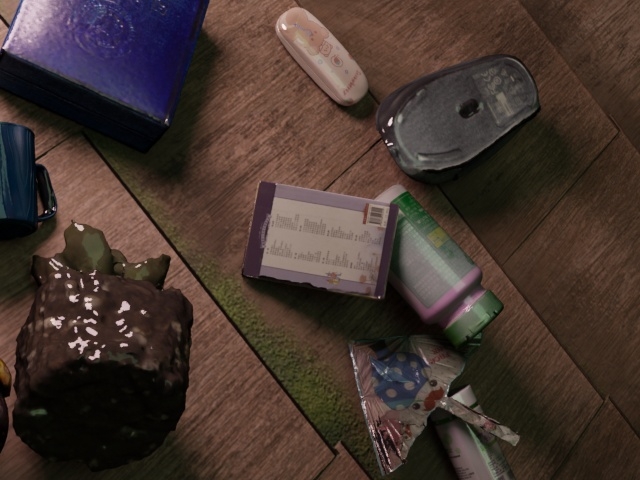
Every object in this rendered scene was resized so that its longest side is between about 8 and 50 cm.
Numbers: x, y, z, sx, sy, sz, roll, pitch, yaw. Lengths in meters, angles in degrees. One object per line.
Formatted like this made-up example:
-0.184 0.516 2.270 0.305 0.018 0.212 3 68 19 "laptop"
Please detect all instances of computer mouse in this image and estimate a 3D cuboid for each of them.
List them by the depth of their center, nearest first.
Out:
0.249 -0.224 1.736 0.373 0.114 0.203 -27 90 -27 "computer mouse"

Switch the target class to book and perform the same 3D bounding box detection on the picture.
0.000 0.000 1.485 0.231 0.026 0.158 10 78 3 "book"

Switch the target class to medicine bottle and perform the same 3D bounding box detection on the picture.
0.250 0.339 1.547 0.086 0.086 0.183 -22 84 -34 "medicine bottle"
0.175 0.046 1.549 0.133 0.133 0.274 -35 79 -35 "medicine bottle"

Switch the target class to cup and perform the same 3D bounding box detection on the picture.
-0.429 -0.077 1.281 0.150 0.113 0.138 -1 75 -29 "cup"

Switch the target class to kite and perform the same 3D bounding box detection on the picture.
0.173 0.248 1.500 0.314 0.011 0.335 30 53 14 "kite"

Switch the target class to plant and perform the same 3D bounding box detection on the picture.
-0.290 0.127 1.242 0.215 0.213 0.312 16 29 -26 "plant"

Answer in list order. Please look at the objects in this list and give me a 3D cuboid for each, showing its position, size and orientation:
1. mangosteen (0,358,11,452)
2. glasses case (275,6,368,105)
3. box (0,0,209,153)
-0.468 0.192 1.123 0.192 0.192 0.217 19 50 -24 "mangosteen"
0.004 -0.327 1.663 0.204 0.051 0.081 46 55 -9 "glasses case"
-0.328 -0.320 1.431 0.261 0.116 0.279 23 61 -21 "box"
